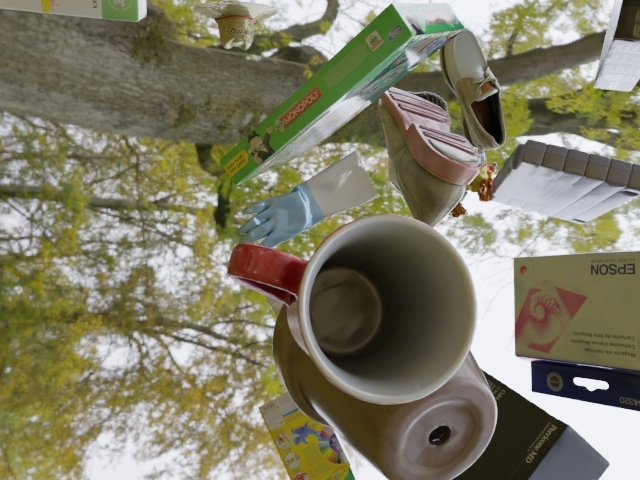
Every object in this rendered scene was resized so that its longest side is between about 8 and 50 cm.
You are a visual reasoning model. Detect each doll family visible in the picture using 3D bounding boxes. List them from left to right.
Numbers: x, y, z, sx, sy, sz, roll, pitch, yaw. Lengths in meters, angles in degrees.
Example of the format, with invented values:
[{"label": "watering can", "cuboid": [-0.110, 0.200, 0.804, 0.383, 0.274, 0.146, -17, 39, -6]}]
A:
[{"label": "doll family", "cuboid": [0.384, -0.153, 1.589, 0.118, 0.263, 0.163, -122, -170, -77]}]

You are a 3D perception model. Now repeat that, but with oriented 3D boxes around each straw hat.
[{"label": "straw hat", "cuboid": [-0.136, -0.340, 0.931, 0.144, 0.144, 0.061, 13, -73, 48]}]

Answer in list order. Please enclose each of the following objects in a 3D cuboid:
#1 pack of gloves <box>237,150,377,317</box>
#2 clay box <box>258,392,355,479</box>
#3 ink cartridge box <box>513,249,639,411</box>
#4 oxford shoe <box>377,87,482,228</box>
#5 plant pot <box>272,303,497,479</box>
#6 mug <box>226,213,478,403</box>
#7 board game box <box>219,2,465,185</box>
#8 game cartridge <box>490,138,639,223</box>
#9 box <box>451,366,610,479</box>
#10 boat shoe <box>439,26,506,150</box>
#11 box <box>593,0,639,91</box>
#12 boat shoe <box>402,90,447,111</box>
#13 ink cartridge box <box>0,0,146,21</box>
[{"label": "pack of gloves", "cuboid": [0.000, 0.000, 0.897, 0.195, 0.232, 0.046, 64, -6, -16]}, {"label": "clay box", "cuboid": [-0.026, 0.426, 1.224, 0.127, 0.053, 0.222, -26, -103, -1]}, {"label": "ink cartridge box", "cuboid": [0.569, 0.192, 1.264, 0.324, 0.071, 0.330, -9, -101, 58]}, {"label": "oxford shoe", "cuboid": [0.158, -0.168, 1.044, 0.397, 0.140, 0.146, -95, -156, -58]}, {"label": "plant pot", "cuboid": [0.093, 0.167, 0.718, 0.229, 0.263, 0.263, -133, -127, -61]}, {"label": "mug", "cuboid": [0.017, 0.037, 0.429, 0.150, 0.113, 0.169, 47, -11, 0]}, {"label": "board game box", "cuboid": [0.028, -0.198, 0.787, 0.317, 0.213, 0.046, -33, -89, 35]}, {"label": "game cartridge", "cuboid": [0.484, -0.114, 1.182, 0.230, 0.355, 0.068, 20, -95, 9]}, {"label": "box", "cuboid": [0.372, 0.501, 1.267, 0.343, 0.179, 0.312, -50, -157, -4]}, {"label": "boat shoe", "cuboid": [0.373, -0.357, 1.363, 0.302, 0.113, 0.103, 64, -10, -23]}, {"label": "box", "cuboid": [0.651, -0.502, 1.168, 0.097, 0.395, 0.318, 11, -84, 20]}, {"label": "boat shoe", "cuboid": [0.235, -0.329, 1.406, 0.049, 0.152, 0.056, 143, -51, -62]}, {"label": "ink cartridge box", "cuboid": [-0.518, -0.538, 1.086, 0.119, 0.353, 0.207, -107, -159, -62]}]
